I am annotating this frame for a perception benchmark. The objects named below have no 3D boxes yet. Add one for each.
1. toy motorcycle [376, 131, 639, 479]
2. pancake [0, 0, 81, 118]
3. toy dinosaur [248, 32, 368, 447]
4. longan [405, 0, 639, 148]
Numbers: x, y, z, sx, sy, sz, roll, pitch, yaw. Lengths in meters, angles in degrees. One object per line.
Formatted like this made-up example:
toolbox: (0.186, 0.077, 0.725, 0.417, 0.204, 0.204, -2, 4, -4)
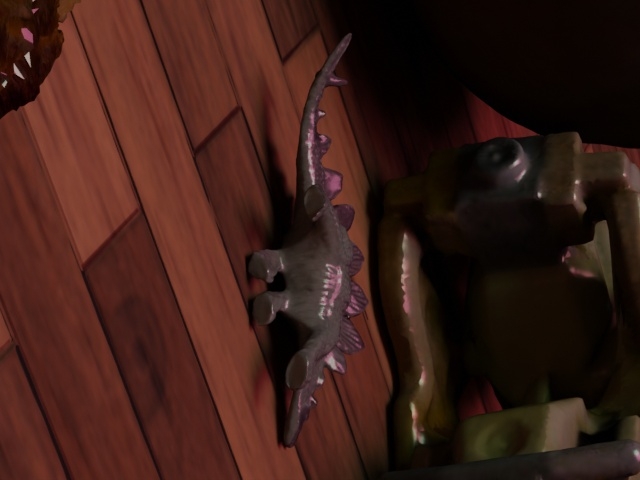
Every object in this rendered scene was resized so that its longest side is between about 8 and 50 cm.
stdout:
toy motorcycle: (0.117, 0.114, 1.061, 0.237, 0.169, 0.410, 64, 23, -45)
pancake: (-0.167, -0.211, 0.672, 0.356, 0.065, 0.356, 30, 56, -59)
toy dinosaur: (-0.002, -0.001, 0.977, 0.082, 0.039, 0.209, 20, 74, -66)
longan: (0.203, -0.215, 1.145, 0.361, 0.361, 0.361, -9, 90, -66)
